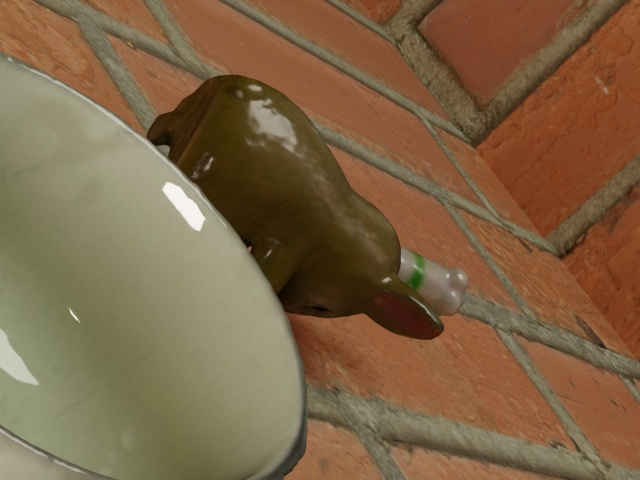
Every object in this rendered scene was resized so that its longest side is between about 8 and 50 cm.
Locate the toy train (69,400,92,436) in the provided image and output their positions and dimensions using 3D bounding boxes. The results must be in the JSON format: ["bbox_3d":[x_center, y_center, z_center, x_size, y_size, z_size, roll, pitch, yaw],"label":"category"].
[{"bbox_3d":[-0.176,0.118,1.029,0.071,0.111,0.170,53,3,-36],"label":"toy train"}]

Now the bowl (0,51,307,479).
[{"bbox_3d":[-0.170,0.049,0.862,0.307,0.163,0.307,36,27,-22],"label":"bowl"}]

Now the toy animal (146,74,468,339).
[{"bbox_3d":[-0.019,0.005,1.620,0.363,0.180,0.181,47,21,-24],"label":"toy animal"}]
